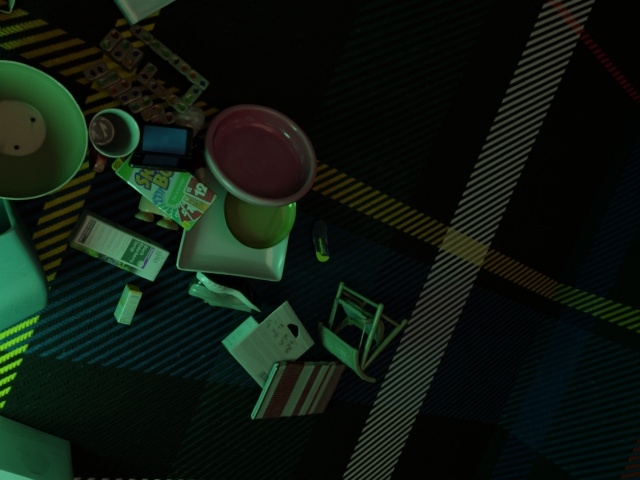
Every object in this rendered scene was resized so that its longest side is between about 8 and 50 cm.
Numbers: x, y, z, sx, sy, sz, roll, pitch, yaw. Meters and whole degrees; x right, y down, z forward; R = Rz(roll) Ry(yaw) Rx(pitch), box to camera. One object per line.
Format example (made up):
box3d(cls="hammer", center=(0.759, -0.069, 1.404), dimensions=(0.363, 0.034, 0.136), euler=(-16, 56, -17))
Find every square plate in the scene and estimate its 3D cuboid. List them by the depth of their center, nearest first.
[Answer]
box3d(cls="square plate", center=(-0.246, -0.064, 1.460), dimensions=(0.344, 0.049, 0.347), euler=(11, 89, -34))

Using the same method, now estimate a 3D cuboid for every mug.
box3d(cls="mug", center=(-0.538, -0.254, 1.168), dimensions=(0.150, 0.169, 0.113), euler=(-48, 127, -17))

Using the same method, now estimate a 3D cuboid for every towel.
box3d(cls="towel", center=(-0.074, 0.538, 1.735), dimensions=(0.329, 0.037, 0.237), euler=(12, 108, -40))

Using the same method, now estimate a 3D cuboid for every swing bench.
box3d(cls="swing bench", center=(0.127, 0.321, 1.703), dimensions=(0.165, 0.253, 0.254), euler=(35, 84, -34))

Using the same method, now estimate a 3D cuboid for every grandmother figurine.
box3d(cls="grandmother figurine", center=(-0.408, -0.213, 1.314), dimensions=(0.208, 0.104, 0.342), euler=(20, 91, -20))

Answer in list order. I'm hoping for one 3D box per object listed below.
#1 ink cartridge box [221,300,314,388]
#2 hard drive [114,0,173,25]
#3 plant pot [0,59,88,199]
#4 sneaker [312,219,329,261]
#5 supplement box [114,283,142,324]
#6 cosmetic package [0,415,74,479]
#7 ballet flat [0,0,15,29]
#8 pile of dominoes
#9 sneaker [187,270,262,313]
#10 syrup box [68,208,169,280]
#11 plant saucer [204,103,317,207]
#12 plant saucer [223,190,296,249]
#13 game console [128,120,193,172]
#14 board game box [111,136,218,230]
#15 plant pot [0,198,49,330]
box3d(cls="ink cartridge box", center=(-0.167, 0.344, 1.611), dimensions=(0.239, 0.060, 0.275), euler=(-41, 135, -16))
box3d(cls="hard drive", center=(-0.469, -0.715, 1.153), dimensions=(0.203, 0.040, 0.307), euler=(-42, 121, -21))
box3d(cls="plant pot", center=(-0.686, -0.247, 1.074), dimensions=(0.284, 0.191, 0.284), euler=(-9, 108, -29))
box3d(cls="sneaker", center=(0.000, 0.000, 1.657), dimensions=(0.053, 0.059, 0.144), euler=(-4, 91, 1))
box3d(cls="supplement box", center=(-0.547, 0.180, 1.362), dimensions=(0.036, 0.062, 0.098), euler=(22, 93, -36))
box3d(cls="cosmetic package", center=(-0.785, 0.604, 1.242), dimensions=(0.138, 0.225, 0.224), euler=(-51, 123, -6))
box3d(cls="ballet flat", center=(-0.729, -0.507, 1.042), dimensions=(0.087, 0.083, 0.247), euler=(29, 90, -48))
box3d(cls="pile of dominoes", center=(-0.440, -0.418, 1.216), dimensions=(0.251, 0.040, 0.196), euler=(37, 77, -14))
box3d(cls="sneaker", center=(-0.295, 0.169, 1.507), dimensions=(0.108, 0.100, 0.271), euler=(-44, 129, 16))
box3d(cls="syrup box", center=(-0.543, 0.014, 1.296), dimensions=(0.237, 0.096, 0.093), euler=(31, 86, -33))
box3d(cls="plant saucer", center=(-0.174, -0.236, 1.379), dimensions=(0.332, 0.084, 0.332), euler=(12, 62, -23))
box3d(cls="plant saucer", center=(-0.186, -0.093, 1.444), dimensions=(0.241, 0.037, 0.241), euler=(-3, 96, -33))
box3d(cls="game console", center=(-0.396, -0.234, 1.195), dimensions=(0.144, 0.124, 0.085), euler=(4, 118, -12))
box3d(cls="board game box", center=(-0.409, -0.154, 1.257), dimensions=(0.259, 0.039, 0.124), euler=(40, 88, -9))
box3d(cls="plant pot", center=(-0.769, 0.070, 1.095), dimensions=(0.247, 0.248, 0.252), euler=(-30, 134, -21))
